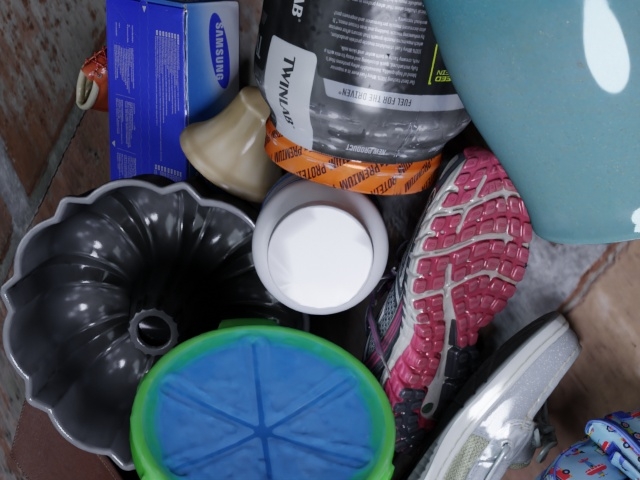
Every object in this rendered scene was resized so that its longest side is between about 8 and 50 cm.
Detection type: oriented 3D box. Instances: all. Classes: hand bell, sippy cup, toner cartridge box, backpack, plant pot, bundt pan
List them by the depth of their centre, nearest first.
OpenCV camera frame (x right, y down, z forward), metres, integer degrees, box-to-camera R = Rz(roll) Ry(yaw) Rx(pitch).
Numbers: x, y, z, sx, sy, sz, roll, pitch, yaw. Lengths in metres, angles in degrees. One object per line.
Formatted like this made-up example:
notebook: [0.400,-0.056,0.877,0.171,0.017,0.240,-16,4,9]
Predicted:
plant pot: [0.214,-0.142,1.122,0.271,0.271,0.255,2,112,52]
backpack: [0.238,0.214,1.198,0.158,0.173,0.117,50,132,36]
sippy cup: [-0.059,0.234,1.402,0.240,0.305,0.224,24,136,16]
hand bell: [-0.030,-0.167,1.559,0.242,0.126,0.126,-54,54,26]
bundt pan: [-0.162,0.073,1.621,0.330,0.124,0.331,3,110,8]
toner cartridge box: [-0.166,-0.102,1.727,0.165,0.075,0.348,19,113,48]

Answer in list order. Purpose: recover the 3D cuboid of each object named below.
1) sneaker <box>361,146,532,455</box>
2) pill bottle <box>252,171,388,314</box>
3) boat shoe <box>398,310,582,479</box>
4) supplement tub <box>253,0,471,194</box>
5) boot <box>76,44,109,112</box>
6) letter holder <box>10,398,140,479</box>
sneaker: [0.096,0.049,1.399,0.112,0.120,0.299,48,128,48]
pill bottle: [0.000,0.000,1.401,0.221,0.124,0.124,-87,-3,-81]
boat shoe: [0.138,0.206,1.349,0.103,0.118,0.320,33,98,2]
supplement tub: [0.057,-0.224,1.333,0.207,0.207,0.338,33,120,44]
boot: [-0.236,-0.215,1.807,0.059,0.084,0.158,52,131,37]
letter holder: [-0.213,0.246,1.798,0.302,0.152,0.214,42,125,40]
